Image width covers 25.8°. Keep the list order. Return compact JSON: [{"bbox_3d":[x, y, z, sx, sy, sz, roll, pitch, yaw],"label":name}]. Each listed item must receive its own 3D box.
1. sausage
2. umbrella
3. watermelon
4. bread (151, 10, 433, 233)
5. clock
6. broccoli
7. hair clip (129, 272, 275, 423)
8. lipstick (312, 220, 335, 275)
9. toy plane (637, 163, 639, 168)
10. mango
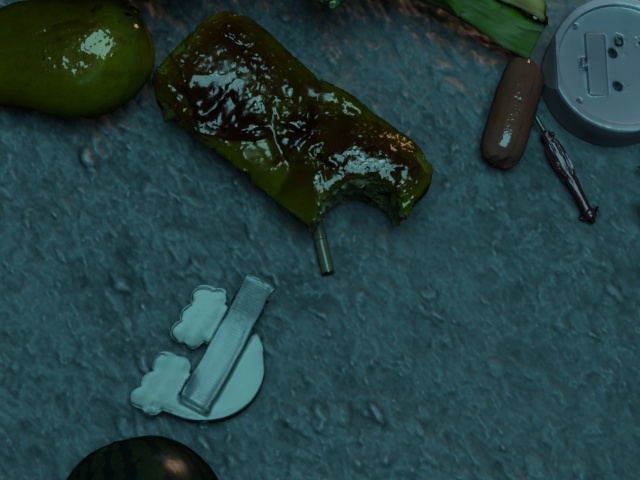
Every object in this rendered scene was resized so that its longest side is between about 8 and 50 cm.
[{"bbox_3d":[0.259,-0.171,1.889,0.062,0.062,0.154,18,74,1],"label":"sausage"},{"bbox_3d":[0.331,-0.096,1.893,0.027,0.025,0.165,-21,79,-29],"label":"umbrella"},{"bbox_3d":[-0.206,0.337,1.638,0.212,0.212,0.212,1,74,-4],"label":"watermelon"},{"bbox_3d":[-0.039,-0.137,1.827,0.380,0.109,0.185,37,69,8],"label":"bread"},{"bbox_3d":[0.403,-0.230,1.914,0.196,0.068,0.197,1,74,-4],"label":"clock"},{"bbox_3d":[0.139,-0.373,1.884,0.361,0.252,0.221,21,104,-33],"label":"broccoli"},{"bbox_3d":[-0.132,0.146,1.779,0.140,0.054,0.220,29,77,0],"label":"hair clip"},{"bbox_3d":[0.000,0.000,1.844,0.019,0.019,0.094,-11,75,-7],"label":"lipstick"},{"bbox_3d":[0.564,-0.037,1.876,0.273,0.107,0.182,3,30,-22],"label":"toy plane"},{"bbox_3d":[-0.348,-0.241,1.831,0.261,0.130,0.167,1,78,3],"label":"mango"}]
